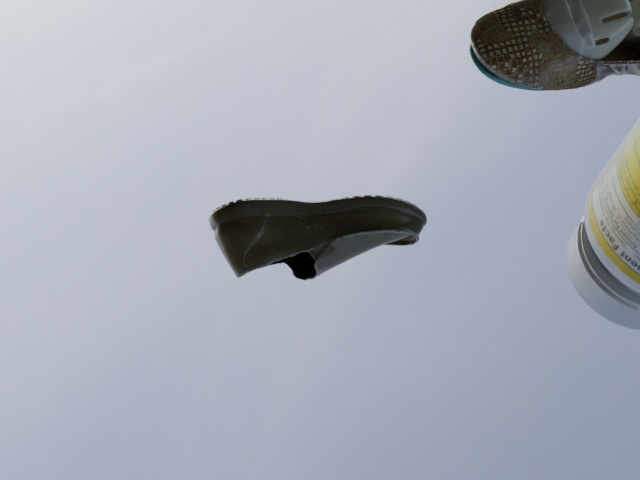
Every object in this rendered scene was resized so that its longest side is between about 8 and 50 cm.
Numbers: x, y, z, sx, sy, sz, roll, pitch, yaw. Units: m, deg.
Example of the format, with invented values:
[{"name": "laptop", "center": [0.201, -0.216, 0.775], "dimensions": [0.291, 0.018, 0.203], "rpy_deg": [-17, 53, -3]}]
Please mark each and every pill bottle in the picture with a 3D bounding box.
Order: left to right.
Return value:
[{"name": "pill bottle", "center": [0.248, -0.032, 0.780], "dimensions": [0.119, 0.208, 0.119], "rpy_deg": [7, -124, -11]}]

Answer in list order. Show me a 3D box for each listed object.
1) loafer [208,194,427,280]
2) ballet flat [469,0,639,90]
[{"name": "loafer", "center": [0.000, 0.000, 0.754], "dimensions": [0.056, 0.148, 0.050], "rpy_deg": [154, -68, -68]}, {"name": "ballet flat", "center": [0.180, -0.137, 0.739], "dimensions": [0.067, 0.206, 0.073], "rpy_deg": [-40, -111, 47]}]
